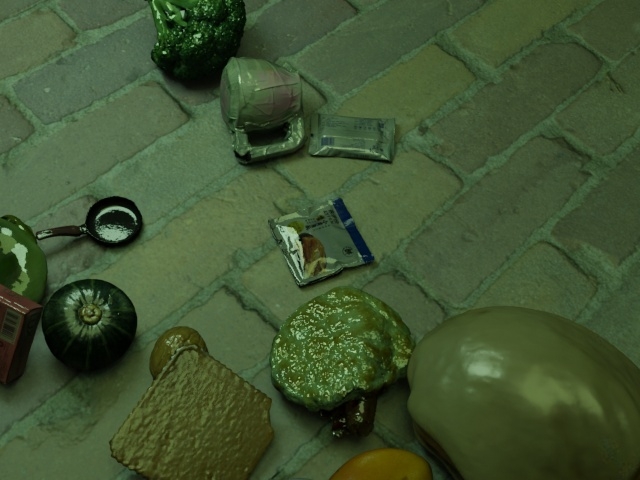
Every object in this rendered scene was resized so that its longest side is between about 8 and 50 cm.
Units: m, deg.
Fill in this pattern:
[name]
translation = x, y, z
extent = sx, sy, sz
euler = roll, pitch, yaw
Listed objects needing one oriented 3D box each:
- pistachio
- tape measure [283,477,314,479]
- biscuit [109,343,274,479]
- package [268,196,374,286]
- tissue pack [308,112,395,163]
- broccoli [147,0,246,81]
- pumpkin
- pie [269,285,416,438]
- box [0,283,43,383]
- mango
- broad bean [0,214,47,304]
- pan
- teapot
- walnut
[pistachio]
translation = 0.356, 0.296, 1.459
extent = 0.445, 0.281, 0.365
euler = 19, 68, 22
[tape measure]
translation = -0.043, 0.466, 1.335
extent = 0.105, 0.196, 0.178
euler = -1, 48, -17
[biscuit]
translation = -0.205, 0.324, 1.461
extent = 0.232, 0.013, 0.237
euler = 36, 67, -4
[package]
translation = 0.000, 0.000, 1.754
extent = 0.173, 0.027, 0.171
euler = -20, 60, -15
[tissue pack]
translation = 0.072, -0.234, 1.923
extent = 0.193, 0.026, 0.123
euler = 5, 56, -3
[broccoli]
translation = -0.300, -0.499, 1.943
extent = 0.270, 0.270, 0.270
euler = 44, 56, -16
[pumpkin]
translation = -0.414, 0.152, 1.546
extent = 0.167, 0.125, 0.167
euler = 7, 53, -9
[pie]
translation = 0.037, 0.208, 1.573
extent = 0.257, 0.105, 0.274
euler = 27, 56, 23
[box]
translation = -0.566, 0.163, 1.513
extent = 0.111, 0.156, 0.060
euler = 25, 14, 9
[mango]
translation = 0.098, 0.422, 1.432
extent = 0.219, 0.112, 0.145
euler = -22, 60, -33
[broad bean]
translation = -0.596, 0.055, 1.618
extent = 0.169, 0.100, 0.228
euler = -1, 68, 3
[pan]
translation = -0.460, -0.024, 1.711
extent = 0.212, 0.040, 0.115
euler = -16, 59, -25
[teapot]
translation = -0.117, -0.295, 1.865
extent = 0.178, 0.163, 0.222
euler = -3, 55, -17
[walnut]
translation = -0.256, 0.214, 1.540
extent = 0.105, 0.105, 0.124
euler = 29, 61, 13
